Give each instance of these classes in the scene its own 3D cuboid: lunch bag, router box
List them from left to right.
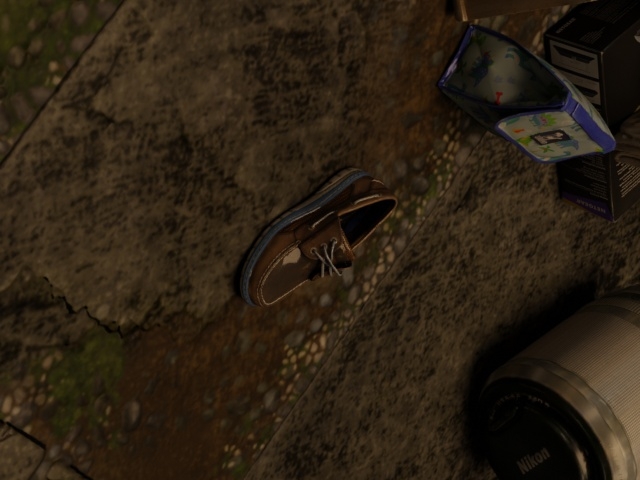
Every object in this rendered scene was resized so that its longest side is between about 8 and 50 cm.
[{"bbox_3d":[0.217,-0.140,1.526,0.129,0.151,0.096,29,87,-53],"label":"lunch bag"},{"bbox_3d":[0.396,-0.207,1.749,0.309,0.081,0.243,-39,135,-28],"label":"router box"}]

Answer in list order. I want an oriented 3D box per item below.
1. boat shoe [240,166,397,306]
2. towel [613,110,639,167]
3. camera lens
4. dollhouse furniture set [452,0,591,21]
[{"bbox_3d":[0.000,0.000,1.423,0.183,0.066,0.066,-46,139,-21],"label":"boat shoe"},{"bbox_3d":[0.469,-0.129,1.659,0.282,0.187,0.049,-29,126,-35],"label":"towel"},{"bbox_3d":[0.342,0.198,1.806,0.274,0.219,0.219,-31,132,-35],"label":"camera lens"},{"bbox_3d":[0.205,-0.346,1.444,0.212,0.161,0.242,-18,102,-43],"label":"dollhouse furniture set"}]
